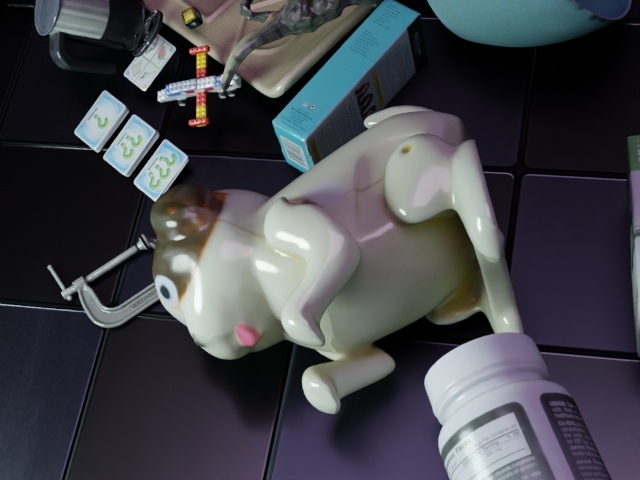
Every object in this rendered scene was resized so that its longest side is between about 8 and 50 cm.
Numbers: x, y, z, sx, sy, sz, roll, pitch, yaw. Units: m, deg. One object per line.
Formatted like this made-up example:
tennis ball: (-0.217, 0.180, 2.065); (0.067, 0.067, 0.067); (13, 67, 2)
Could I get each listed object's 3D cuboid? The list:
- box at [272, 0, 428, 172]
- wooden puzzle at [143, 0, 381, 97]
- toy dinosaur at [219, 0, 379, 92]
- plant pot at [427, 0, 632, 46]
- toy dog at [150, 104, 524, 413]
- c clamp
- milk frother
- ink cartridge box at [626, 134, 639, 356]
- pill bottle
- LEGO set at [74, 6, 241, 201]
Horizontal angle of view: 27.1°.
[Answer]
box: (0.043, -0.203, 1.773); (0.060, 0.100, 0.244); (32, 71, 26)
wooden puzzle: (-0.059, -0.371, 1.910); (0.348, 0.080, 0.322); (36, 72, 32)
toy dinosaur: (-0.045, -0.306, 1.755); (0.268, 0.064, 0.118); (-31, 62, -11)
plant pot: (0.246, -0.369, 1.755); (0.195, 0.290, 0.290); (-31, 51, 37)
toy dog: (0.000, 0.000, 1.564); (0.408, 0.284, 0.395); (-16, 58, 4)
c clamp: (-0.265, 0.044, 1.739); (0.161, 0.022, 0.137); (-29, 59, -5)
milk frother: (-0.303, -0.306, 1.833); (0.135, 0.143, 0.129); (5, 68, -35)
ink cartridge box: (0.407, 0.008, 1.541); (0.093, 0.160, 0.219); (-2, 59, 12)
pill bottle: (0.224, 0.253, 1.436); (0.161, 0.161, 0.283); (-20, 58, 0)
LEGO set: (-0.218, -0.201, 1.813); (0.182, 0.060, 0.244); (39, 94, 27)
